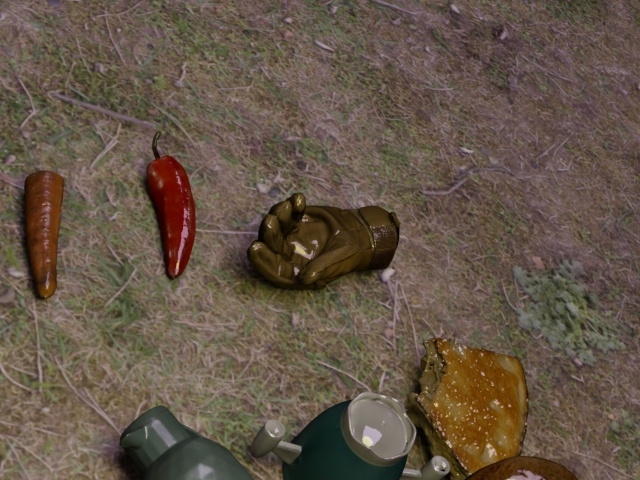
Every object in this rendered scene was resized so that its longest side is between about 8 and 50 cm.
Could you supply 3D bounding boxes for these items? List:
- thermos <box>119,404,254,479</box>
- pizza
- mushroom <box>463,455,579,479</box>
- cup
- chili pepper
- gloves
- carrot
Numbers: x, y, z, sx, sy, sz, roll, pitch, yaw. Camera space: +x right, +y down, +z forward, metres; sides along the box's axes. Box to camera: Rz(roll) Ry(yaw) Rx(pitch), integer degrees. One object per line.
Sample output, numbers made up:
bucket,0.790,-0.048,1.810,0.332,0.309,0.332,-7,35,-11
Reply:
thermos,-0.149,0.348,1.861,0.286,0.145,0.182,50,17,16
pizza,0.225,0.275,2.193,0.223,0.089,0.323,35,41,-11
mushroom,0.300,0.444,1.990,0.283,0.263,0.195,25,3,5
cup,0.051,0.307,1.993,0.300,0.173,0.167,15,49,-22
chili pepper,-0.237,-0.058,2.201,0.063,0.071,0.272,44,28,-58
gloves,-0.009,0.004,2.239,0.331,0.141,0.154,-5,83,-47
carrot,-0.411,-0.002,2.050,0.061,0.061,0.209,10,54,-25
